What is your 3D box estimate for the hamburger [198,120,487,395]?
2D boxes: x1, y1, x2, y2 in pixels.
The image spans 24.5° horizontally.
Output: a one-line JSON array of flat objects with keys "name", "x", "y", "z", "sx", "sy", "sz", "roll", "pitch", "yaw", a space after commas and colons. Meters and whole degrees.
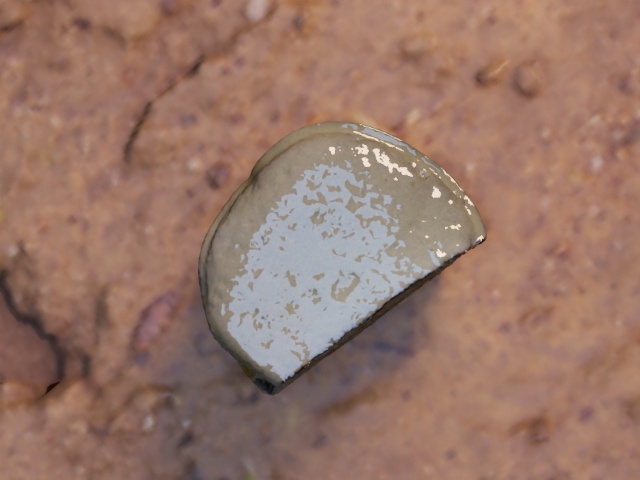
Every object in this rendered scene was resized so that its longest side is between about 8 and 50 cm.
[{"name": "hamburger", "x": 0.000, "y": 0.000, "z": 0.614, "sx": 0.121, "sy": 0.054, "sz": 0.084, "roll": -35, "pitch": 84, "yaw": 6}]
